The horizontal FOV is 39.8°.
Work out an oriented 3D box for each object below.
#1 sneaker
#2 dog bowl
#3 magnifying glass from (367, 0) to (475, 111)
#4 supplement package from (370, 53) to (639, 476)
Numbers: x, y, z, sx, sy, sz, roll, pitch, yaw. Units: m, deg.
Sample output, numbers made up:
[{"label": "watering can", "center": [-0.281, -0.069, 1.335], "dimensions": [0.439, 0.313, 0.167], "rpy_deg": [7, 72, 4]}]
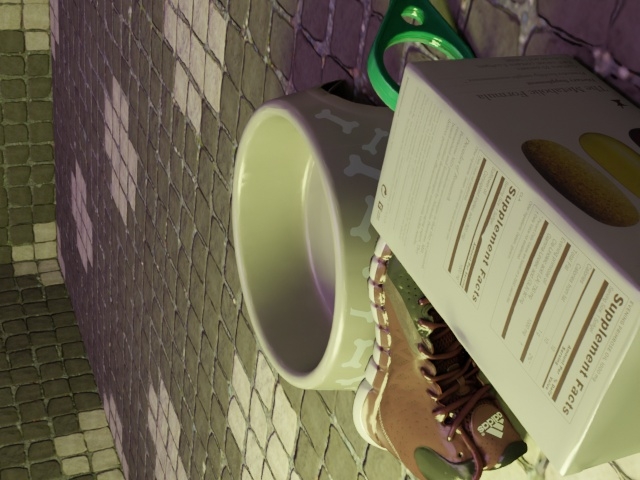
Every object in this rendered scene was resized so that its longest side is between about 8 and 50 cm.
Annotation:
[{"label": "sneaker", "center": [0.119, 0.101, 0.738], "dimensions": [0.162, 0.107, 0.281], "rpy_deg": [41, 138, 42]}, {"label": "dog bowl", "center": [0.000, 0.000, 0.949], "dimensions": [0.349, 0.102, 0.348], "rpy_deg": [174, 90, -66]}, {"label": "magnifying glass", "center": [0.076, -0.195, 0.758], "dimensions": [0.026, 0.092, 0.230], "rpy_deg": [115, 151, -57]}, {"label": "supplement package", "center": [0.153, -0.001, 0.552], "dimensions": [0.244, 0.139, 0.133], "rpy_deg": [-124, 34, -44]}]
